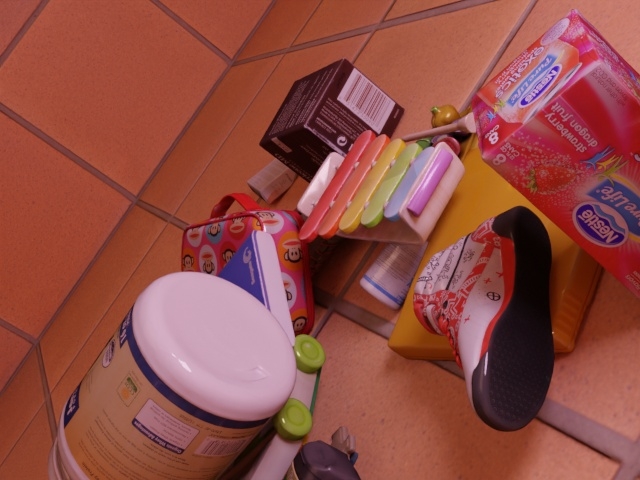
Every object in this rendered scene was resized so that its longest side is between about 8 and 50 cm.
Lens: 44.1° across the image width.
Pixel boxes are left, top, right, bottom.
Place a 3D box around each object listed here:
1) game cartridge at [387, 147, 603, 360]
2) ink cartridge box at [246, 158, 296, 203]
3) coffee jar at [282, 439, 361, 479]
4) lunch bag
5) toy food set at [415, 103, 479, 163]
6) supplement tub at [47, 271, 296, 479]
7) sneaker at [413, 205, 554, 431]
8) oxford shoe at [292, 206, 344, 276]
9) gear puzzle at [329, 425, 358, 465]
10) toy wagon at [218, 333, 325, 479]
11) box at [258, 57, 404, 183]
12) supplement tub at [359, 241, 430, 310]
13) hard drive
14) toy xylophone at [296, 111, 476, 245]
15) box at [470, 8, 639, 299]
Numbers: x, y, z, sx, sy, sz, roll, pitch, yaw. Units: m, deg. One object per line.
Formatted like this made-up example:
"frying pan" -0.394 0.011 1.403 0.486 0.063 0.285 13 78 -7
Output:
"game cartridge" 0.237 0.001 0.982 0.285 0.052 0.324 -11 51 59
"ink cartridge box" -0.081 -0.167 1.859 0.179 0.045 0.145 -37 21 -6
"coffee jar" -0.024 0.316 0.868 0.184 0.079 0.096 -60 11 3
"lunch bag" -0.138 0.047 1.374 0.293 0.120 0.258 -5 91 52
"toy food set" 0.182 -0.142 1.251 0.128 0.071 0.218 -18 42 54
"supplement tub" -0.202 0.220 1.036 0.316 0.228 0.228 -51 22 25
"sneaker" 0.163 0.094 0.835 0.145 0.090 0.270 -33 30 43
"oxford shoe" 0.000 0.000 1.395 0.348 0.123 0.130 -24 63 49
"gear puzzle" 0.006 0.379 0.894 0.175 0.044 0.339 -51 21 26
"toy wagon" -0.096 0.298 1.121 0.267 0.068 0.344 -48 18 36
"box" 0.020 -0.222 1.549 0.203 0.168 0.167 -8 51 60
"supplement tub" 0.112 0.040 1.131 0.107 0.071 0.071 -53 23 3
"hard drive" -0.156 0.163 1.236 0.319 0.040 0.210 -48 40 34
"toy xylophone" 0.099 -0.091 1.144 0.322 0.081 0.236 -7 50 58
"box" 0.273 -0.067 0.730 0.128 0.257 0.123 -40 24 29
